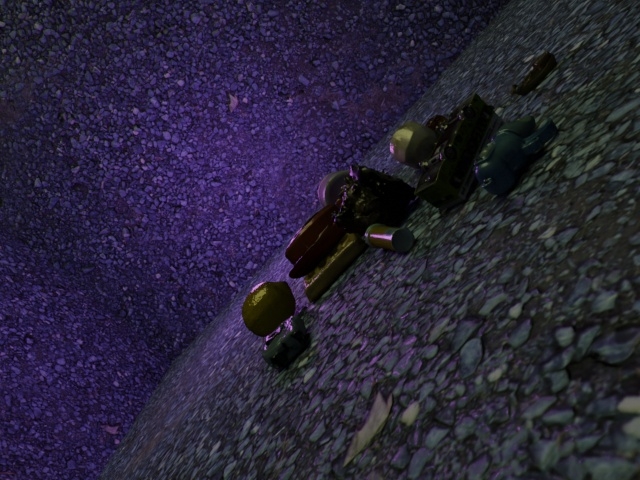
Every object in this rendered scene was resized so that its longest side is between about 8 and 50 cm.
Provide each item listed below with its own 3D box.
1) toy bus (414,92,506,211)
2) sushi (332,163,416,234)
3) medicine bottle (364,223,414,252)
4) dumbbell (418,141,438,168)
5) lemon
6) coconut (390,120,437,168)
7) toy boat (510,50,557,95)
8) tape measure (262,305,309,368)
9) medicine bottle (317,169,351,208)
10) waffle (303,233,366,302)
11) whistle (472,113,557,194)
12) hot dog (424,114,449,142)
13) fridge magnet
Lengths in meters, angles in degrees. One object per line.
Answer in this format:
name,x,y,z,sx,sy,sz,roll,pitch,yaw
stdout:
toy bus,0.348,-0.214,1.208,0.301,0.139,0.113,-60,12,-24
sushi,0.151,-0.109,1.502,0.218,0.225,0.238,-62,-33,-6
medicine bottle,0.182,-0.006,1.298,0.074,0.074,0.218,-48,10,-4
dumbbell,0.376,-0.279,1.629,0.118,0.052,0.046,-51,21,-27
lemon,-0.178,0.232,1.663,0.193,0.180,0.180,-26,10,3
coconut,0.330,-0.341,1.732,0.161,0.161,0.162,-48,41,3
toy boat,0.597,-0.465,1.368,0.149,0.049,0.047,-46,9,11
tape measure,-0.104,0.267,1.446,0.164,0.084,0.330,-43,10,3
medicine bottle,0.103,-0.203,2.126,0.212,0.212,0.325,-48,9,1
waffle,0.042,0.082,1.644,0.274,0.057,0.168,-47,8,8
whistle,0.395,-0.188,1.029,0.269,0.093,0.180,-46,12,-34
hot dog,0.437,-0.427,1.911,0.162,0.082,0.270,-44,8,14
fridge magnet,0.000,0.000,1.848,0.363,0.155,0.363,-47,-4,-5
